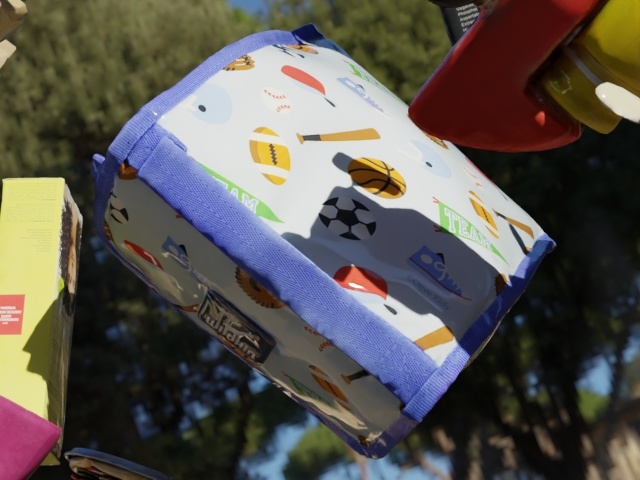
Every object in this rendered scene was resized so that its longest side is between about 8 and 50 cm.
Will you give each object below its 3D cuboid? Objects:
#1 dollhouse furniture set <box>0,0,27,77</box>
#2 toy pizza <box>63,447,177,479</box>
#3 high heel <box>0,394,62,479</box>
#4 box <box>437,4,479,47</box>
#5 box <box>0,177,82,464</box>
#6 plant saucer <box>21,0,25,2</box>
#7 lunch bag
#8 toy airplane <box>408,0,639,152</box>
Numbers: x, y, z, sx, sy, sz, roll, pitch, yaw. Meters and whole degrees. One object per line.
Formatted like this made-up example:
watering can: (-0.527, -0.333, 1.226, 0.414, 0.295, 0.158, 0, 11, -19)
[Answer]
dollhouse furniture set: (-0.416, -0.146, 1.276, 0.394, 0.256, 0.362, -58, 9, -28)
toy pizza: (-0.162, 0.256, 1.616, 0.201, 0.032, 0.201, 21, -17, 7)
high heel: (-0.308, 0.023, 0.978, 0.181, 0.377, 0.127, -32, 28, -20)
box: (0.194, -0.383, 1.932, 0.179, 0.312, 0.343, -19, 15, 7)
box: (-0.245, 0.068, 1.396, 0.058, 0.232, 0.087, 0, -22, 4)
plant saucer: (-0.417, -0.319, 2.130, 0.195, 0.195, 0.037, -28, -62, 21)
lunch bag: (0.000, 0.000, 1.389, 0.239, 0.328, 0.385, -51, -4, 14)
toy airplane: (0.280, -0.180, 1.092, 0.386, 0.272, 0.384, -36, 10, -21)
